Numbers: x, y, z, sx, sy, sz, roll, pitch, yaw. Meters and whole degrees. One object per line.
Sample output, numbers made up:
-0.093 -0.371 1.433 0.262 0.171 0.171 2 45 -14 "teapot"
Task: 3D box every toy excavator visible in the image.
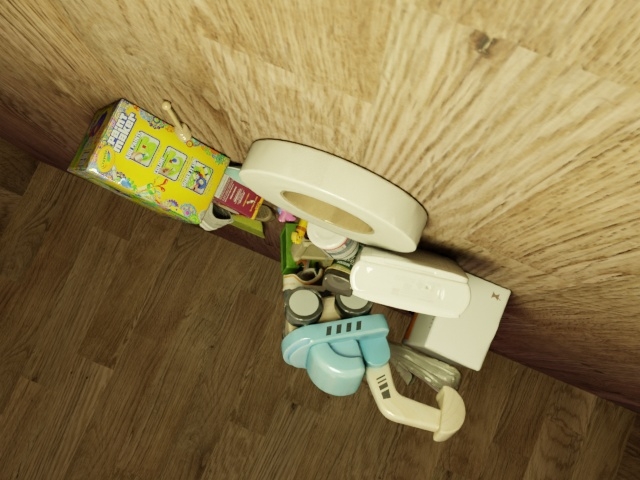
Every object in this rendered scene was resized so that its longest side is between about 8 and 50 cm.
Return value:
0.125 0.348 1.643 0.434 0.444 0.222 -7 148 -12 "toy excavator"

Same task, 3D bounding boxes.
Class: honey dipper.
-0.293 -0.242 1.223 0.031 0.030 0.160 23 170 4 "honey dipper"

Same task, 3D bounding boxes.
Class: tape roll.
0.024 -0.084 1.224 0.392 0.071 0.392 23 173 3 "tape roll"

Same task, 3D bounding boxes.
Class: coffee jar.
0.074 0.066 1.649 0.096 0.184 0.079 19 140 9 "coffee jar"

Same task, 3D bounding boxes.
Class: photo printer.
0.202 0.079 1.397 0.256 0.107 0.307 12 -172 4 "photo printer"

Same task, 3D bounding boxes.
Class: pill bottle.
0.040 -0.011 1.533 0.108 0.107 0.180 20 172 19 "pill bottle"

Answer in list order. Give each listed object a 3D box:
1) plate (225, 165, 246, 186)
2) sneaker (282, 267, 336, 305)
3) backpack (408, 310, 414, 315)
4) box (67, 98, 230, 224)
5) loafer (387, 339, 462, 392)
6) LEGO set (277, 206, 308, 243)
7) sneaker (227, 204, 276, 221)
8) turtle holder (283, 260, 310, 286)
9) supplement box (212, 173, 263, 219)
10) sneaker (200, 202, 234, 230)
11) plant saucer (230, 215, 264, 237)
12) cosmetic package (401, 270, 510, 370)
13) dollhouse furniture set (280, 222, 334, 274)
-0.150 -0.145 1.480 0.188 0.024 0.188 23 172 4 "plate"
0.011 0.145 1.901 0.126 0.127 0.321 -15 173 39 "sneaker"
0.427 0.272 2.302 0.152 0.115 0.182 32 177 22 "backpack"
-0.420 -0.181 1.453 0.279 0.176 0.290 28 172 -30 "box"
0.290 0.405 1.924 0.320 0.111 0.112 20 171 29 "loafer"
-0.052 -0.041 1.639 0.227 0.093 0.087 29 170 -39 "LEGO set"
-0.227 -0.093 1.896 0.189 0.066 0.071 20 173 23 "sneaker"
0.024 0.154 2.226 0.320 0.243 0.227 32 155 3 "turtle holder"
-0.262 -0.135 1.657 0.188 0.080 0.104 29 171 -35 "supplement box"
-0.361 -0.142 1.809 0.115 0.105 0.281 -6 142 32 "sneaker"
-0.290 -0.074 2.279 0.188 0.045 0.188 23 172 1 "plant saucer"
0.377 0.234 1.764 0.162 0.229 0.453 24 171 3 "cosmetic package"
0.000 0.000 1.886 0.198 0.151 0.301 4 159 -14 "dollhouse furniture set"
